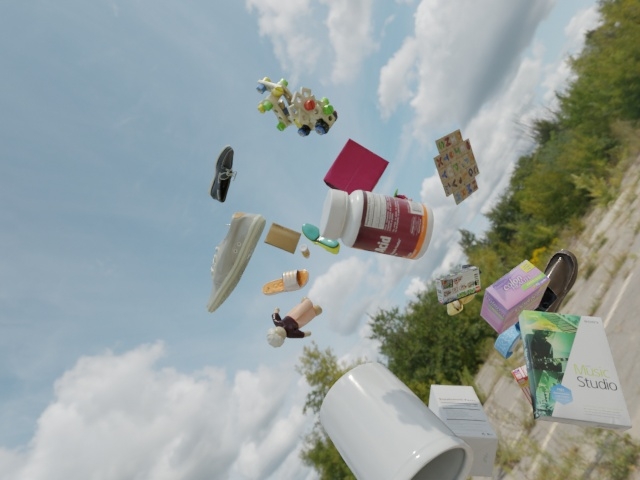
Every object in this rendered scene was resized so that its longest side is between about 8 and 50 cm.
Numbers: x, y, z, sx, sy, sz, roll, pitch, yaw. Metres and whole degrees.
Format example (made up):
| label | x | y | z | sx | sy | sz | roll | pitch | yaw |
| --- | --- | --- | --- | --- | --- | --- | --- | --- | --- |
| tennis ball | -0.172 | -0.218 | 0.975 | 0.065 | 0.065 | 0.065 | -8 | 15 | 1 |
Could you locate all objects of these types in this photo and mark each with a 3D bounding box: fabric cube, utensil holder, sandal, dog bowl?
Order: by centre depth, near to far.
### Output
| label | x | y | z | sx | sy | sz | roll | pitch | yaw |
| --- | --- | --- | --- | --- | --- | --- | --- | --- | --- |
| utensil holder | 0.218 | 0.629 | 1.307 | 0.328 | 0.385 | 0.327 | -15 | -59 | -27 |
| dog bowl | 0.985 | 0.466 | 2.085 | 0.297 | 0.074 | 0.166 | -35 | -42 | -27 |
| sandal | -0.186 | 0.214 | 2.101 | 0.265 | 0.102 | 0.076 | -20 | -34 | 9 |
| fabric cube | 0.194 | -0.363 | 2.264 | 0.258 | 0.259 | 0.254 | -59 | -4 | 3 |

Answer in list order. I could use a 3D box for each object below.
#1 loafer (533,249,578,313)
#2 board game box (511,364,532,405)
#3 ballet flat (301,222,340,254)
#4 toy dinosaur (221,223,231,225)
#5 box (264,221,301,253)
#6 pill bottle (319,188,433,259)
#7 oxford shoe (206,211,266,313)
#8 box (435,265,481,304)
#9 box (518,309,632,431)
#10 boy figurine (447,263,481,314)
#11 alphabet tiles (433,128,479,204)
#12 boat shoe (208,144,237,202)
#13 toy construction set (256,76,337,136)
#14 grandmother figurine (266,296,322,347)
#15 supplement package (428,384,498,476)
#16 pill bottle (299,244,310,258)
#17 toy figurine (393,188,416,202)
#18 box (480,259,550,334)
| label | x | y | z | sx | sy | sz | roll | pitch | yaw |
| --- | --- | --- | --- | --- | --- | --- | --- | --- | --- |
| loafer | 1.106 | 0.216 | 1.952 | 0.130 | 0.134 | 0.366 | 19 | -90 | -49 |
| board game box | 0.796 | 0.507 | 1.491 | 0.147 | 0.045 | 0.193 | -31 | -59 | 15 |
| ballet flat | 0.000 | 0.000 | 1.934 | 0.077 | 0.231 | 0.077 | -44 | -35 | -22 |
| toy dinosaur | -0.411 | -0.064 | 2.136 | 0.053 | 0.183 | 0.092 | -68 | -22 | 5 |
| box | -0.234 | -0.016 | 2.575 | 0.021 | 0.201 | 0.164 | 119 | 171 | -53 |
| pill bottle | 0.207 | -0.066 | 1.578 | 0.224 | 0.392 | 0.224 | -169 | 90 | -82 |
| oxford shoe | -0.352 | 0.079 | 1.591 | 0.449 | 0.130 | 0.169 | -63 | 0 | 18 |
| box | 0.593 | 0.192 | 1.770 | 0.207 | 0.036 | 0.114 | -15 | -78 | -21 |
| box | 0.723 | 0.365 | 1.198 | 0.058 | 0.232 | 0.322 | 85 | -169 | -52 |
| boy figurine | 0.741 | 0.263 | 2.194 | 0.285 | 0.177 | 0.092 | -55 | 4 | -20 |
| alphabet tiles | 0.589 | -0.319 | 1.765 | 0.342 | 0.011 | 0.285 | -31 | -76 | -42 |
| boat shoe | -0.409 | -0.279 | 1.756 | 0.095 | 0.079 | 0.254 | -25 | -35 | -60 |
| toy construction set | -0.072 | -0.431 | 1.329 | 0.151 | 0.328 | 0.215 | -49 | -55 | -5 |
| grandmother figurine | -0.137 | 0.378 | 1.905 | 0.342 | 0.208 | 0.104 | -36 | -35 | -55 |
| supplement package | 0.530 | 0.717 | 1.582 | 0.293 | 0.175 | 0.177 | -81 | -7 | -74 |
| pill bottle | -0.078 | 0.058 | 2.098 | 0.043 | 0.043 | 0.083 | -47 | -31 | -17 |
| toy figurine | 0.432 | -0.165 | 2.028 | 0.173 | 0.159 | 0.130 | 91 | -158 | -51 |
| box | 0.778 | 0.234 | 1.665 | 0.214 | 0.117 | 0.243 | -32 | -37 | -9 |
